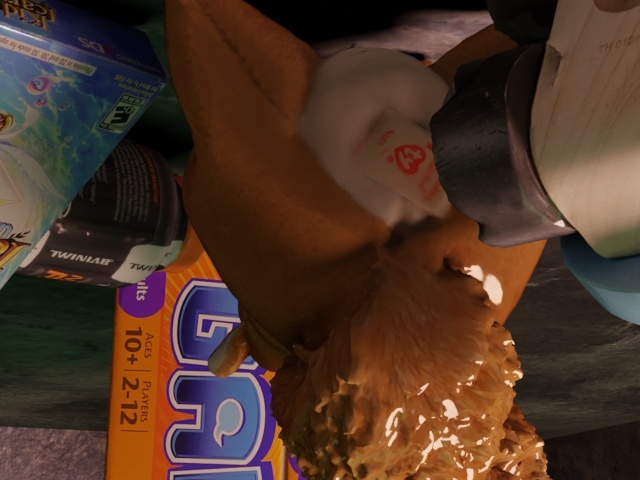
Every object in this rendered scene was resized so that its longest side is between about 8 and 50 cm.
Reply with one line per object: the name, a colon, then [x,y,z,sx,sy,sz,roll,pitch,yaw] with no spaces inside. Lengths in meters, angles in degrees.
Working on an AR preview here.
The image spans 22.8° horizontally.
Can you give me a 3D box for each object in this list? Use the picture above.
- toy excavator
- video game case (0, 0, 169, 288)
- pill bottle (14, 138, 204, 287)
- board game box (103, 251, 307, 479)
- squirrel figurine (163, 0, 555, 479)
toy excavator: [0.304,-0.077,0.991,0.222,0.433,0.445,-14,133,36]
video game case: [-0.277,-0.072,1.065,0.269,0.061,0.244,15,127,-45]
pill bottle: [-0.210,-0.030,1.327,0.246,0.130,0.130,11,160,-41]
board game box: [-0.017,0.204,1.710,0.356,0.356,0.356,1,170,6]
squirrel figurine: [0.021,0.054,1.166,0.281,0.397,0.370,-4,156,-15]
